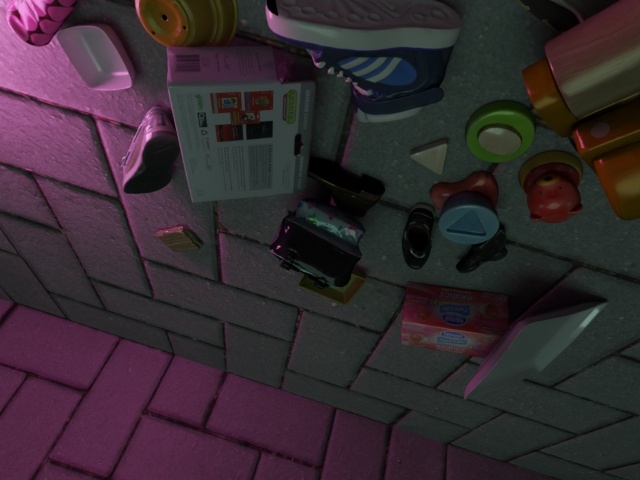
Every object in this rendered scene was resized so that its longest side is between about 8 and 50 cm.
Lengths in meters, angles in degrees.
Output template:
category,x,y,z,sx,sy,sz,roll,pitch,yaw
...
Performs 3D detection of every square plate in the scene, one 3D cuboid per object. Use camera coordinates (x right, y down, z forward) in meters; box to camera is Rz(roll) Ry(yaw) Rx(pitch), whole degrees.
category,x,y,z,sx,sy,sz,roll,pitch,yaw
square plate,0.589,0.301,1.161,0.343,0.049,0.348,-6,133,-26

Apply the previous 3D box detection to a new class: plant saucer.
category,x,y,z,sx,sy,sz,roll,pitch,yaw
plant saucer,0.038,0.122,1.345,0.188,0.045,0.188,23,142,-6

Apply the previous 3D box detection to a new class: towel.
category,x,y,z,sx,sy,sz,roll,pitch,yaw
towel,-0.489,-0.004,1.426,0.147,0.027,0.110,-9,135,29

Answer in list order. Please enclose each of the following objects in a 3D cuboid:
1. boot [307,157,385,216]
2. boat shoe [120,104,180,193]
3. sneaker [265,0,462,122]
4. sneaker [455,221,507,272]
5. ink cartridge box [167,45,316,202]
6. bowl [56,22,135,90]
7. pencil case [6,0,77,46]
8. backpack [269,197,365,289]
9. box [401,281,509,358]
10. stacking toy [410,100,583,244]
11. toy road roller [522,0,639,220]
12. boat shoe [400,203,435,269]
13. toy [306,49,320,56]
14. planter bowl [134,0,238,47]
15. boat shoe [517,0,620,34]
category,x,y,z,sx,sy,sz,roll,pitch,yaw
boot,0.039,-0.124,1.020,0.219,0.082,0.106,21,139,-5
boat shoe,-0.459,-0.223,1.101,0.118,0.103,0.320,-6,161,-35
sneaker,0.061,-0.289,0.716,0.321,0.130,0.236,-3,150,-13
sneaker,0.411,0.023,1.071,0.089,0.051,0.170,40,132,-25
ink cartridge box,-0.162,-0.238,0.888,0.271,0.130,0.310,-6,145,-12
bowl,-0.485,-0.411,0.914,0.141,0.053,0.142,5,140,19
pencil case,-0.562,-0.482,0.829,0.209,0.095,0.098,-17,147,39
backpack,0.000,0.000,1.071,0.225,0.191,0.253,27,-177,1
box,0.403,0.245,1.256,0.299,0.154,0.142,7,141,16
stacking toy,0.353,-0.113,0.864,0.308,0.131,0.279,-24,126,40
toy road roller,0.466,-0.170,0.598,0.202,0.241,0.329,-23,157,40
boat shoe,0.254,0.009,1.096,0.083,0.079,0.233,7,142,12
toy,0.034,-0.413,0.694,0.237,0.056,0.137,-17,131,37
planter bowl,-0.272,-0.432,0.770,0.216,0.091,0.217,11,141,9
boat shoe,0.377,-0.353,0.617,0.227,0.081,0.068,22,-172,-22
